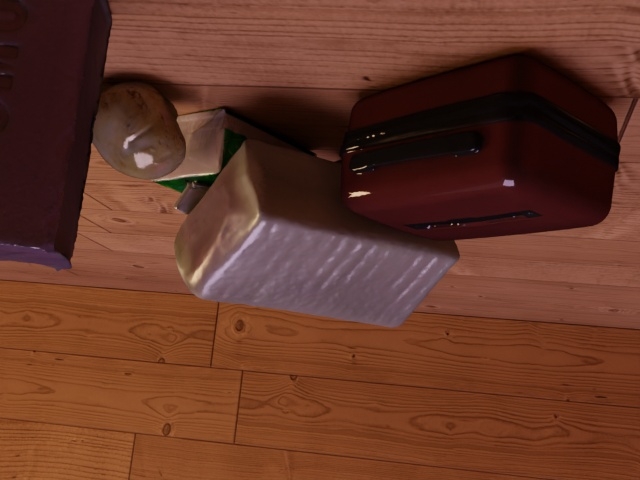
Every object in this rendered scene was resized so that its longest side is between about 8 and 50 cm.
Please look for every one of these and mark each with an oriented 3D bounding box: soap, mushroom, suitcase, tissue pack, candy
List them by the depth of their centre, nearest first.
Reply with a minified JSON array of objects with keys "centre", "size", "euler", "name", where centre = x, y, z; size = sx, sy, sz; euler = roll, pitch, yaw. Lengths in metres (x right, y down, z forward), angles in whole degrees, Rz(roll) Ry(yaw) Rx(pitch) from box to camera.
[{"centre":[-0.376,-0.131,0.922],"size":[0.285,0.296,0.107],"euler":[4,166,-1],"name":"soap"},{"centre":[0.188,-0.100,1.104],"size":[0.236,0.161,0.297],"euler":[18,165,-40],"name":"suitcase"},{"centre":[-0.245,-0.148,1.211],"size":[0.148,0.112,0.148],"euler":[21,141,18],"name":"mushroom"},{"centre":[-0.001,0.003,1.277],"size":[0.358,0.145,0.208],"euler":[12,135,-31],"name":"candy"},{"centre":[-0.128,-0.086,1.349],"size":[0.148,0.156,0.209],"euler":[-6,162,37],"name":"tissue pack"}]

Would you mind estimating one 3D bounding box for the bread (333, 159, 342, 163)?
[{"centre":[0.207,-0.075,1.414],"size":[0.361,0.077,0.138],"euler":[3,168,15],"name":"bread"}]
